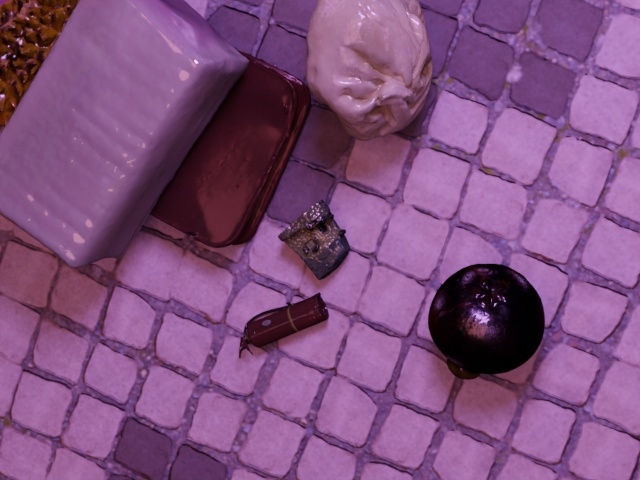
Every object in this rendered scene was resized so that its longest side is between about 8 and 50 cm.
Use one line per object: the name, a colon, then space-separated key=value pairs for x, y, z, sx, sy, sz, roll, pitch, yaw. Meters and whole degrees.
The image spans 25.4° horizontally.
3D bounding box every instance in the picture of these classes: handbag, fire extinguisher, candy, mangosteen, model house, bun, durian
handbag: x=-0.177 y=-0.148 z=1.901 sx=0.275 sy=0.084 sz=0.260 roll=28 pitch=103 yaw=11
fire extinguisher: x=-0.056 y=0.113 z=1.908 sx=0.132 sy=0.039 sz=0.056 roll=-23 pitch=56 yaw=15
candy: x=-0.272 y=-0.157 z=1.810 sx=0.208 sy=0.145 sz=0.359 roll=39 pitch=108 yaw=10
mangosteen: x=0.208 y=0.106 z=1.797 sx=0.152 sy=0.152 sz=0.152 roll=1 pitch=94 yaw=14
model house: x=0.000 y=0.000 z=1.872 sx=0.079 sy=0.066 sz=0.083 roll=-40 pitch=86 yaw=15
bun: x=0.074 y=-0.230 z=1.757 sx=0.145 sy=0.229 sz=0.229 roll=19 pitch=99 yaw=25
durian: x=-0.464 y=-0.247 z=1.944 sx=0.341 sy=0.112 sz=0.191 roll=-19 pitch=88 yaw=12
